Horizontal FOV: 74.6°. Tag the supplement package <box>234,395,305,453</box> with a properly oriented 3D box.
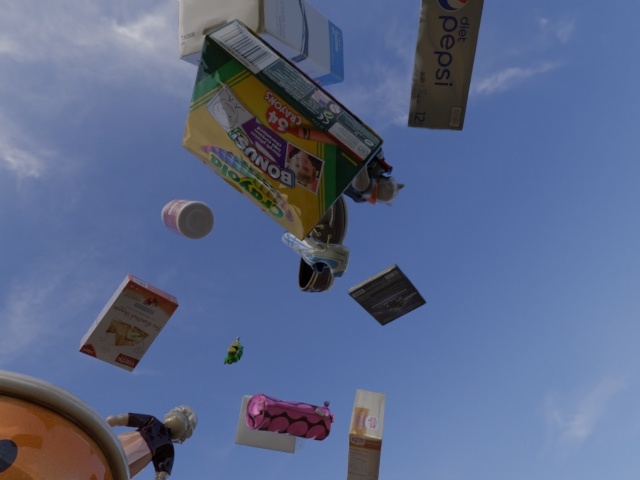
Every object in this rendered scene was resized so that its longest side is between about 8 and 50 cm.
[{"bbox_3d":[-0.151,0.611,1.402,0.194,0.203,0.149,5,-112,10],"label":"supplement package"}]

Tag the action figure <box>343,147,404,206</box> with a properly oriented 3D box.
[{"bbox_3d":[0.060,-0.180,1.118,0.330,0.341,0.178,25,-87,12],"label":"action figure"}]

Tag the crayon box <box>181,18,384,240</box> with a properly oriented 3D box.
[{"bbox_3d":[-0.101,-0.204,0.885,0.363,0.313,0.106,39,-127,-2],"label":"crayon box"}]

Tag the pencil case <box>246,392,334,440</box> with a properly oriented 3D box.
[{"bbox_3d":[-0.073,0.431,1.032,0.209,0.095,0.098,19,-34,-24],"label":"pencil case"}]

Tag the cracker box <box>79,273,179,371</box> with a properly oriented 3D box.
[{"bbox_3d":[-0.532,0.232,1.175,0.156,0.067,0.232,36,-92,-29],"label":"cracker box"}]

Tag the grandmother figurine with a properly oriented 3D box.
[{"bbox_3d":[-0.420,0.488,0.987,0.104,0.342,0.207,-35,-101,22],"label":"grandmother figurine"}]

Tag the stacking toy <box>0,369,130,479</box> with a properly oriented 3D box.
[{"bbox_3d":[-0.318,0.346,0.264,0.351,0.480,0.350,-7,-69,-20],"label":"stacking toy"}]

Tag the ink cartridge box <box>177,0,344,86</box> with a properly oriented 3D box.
[{"bbox_3d":[-0.149,-0.549,1.169,0.286,0.395,0.166,0,-88,30],"label":"ink cartridge box"}]

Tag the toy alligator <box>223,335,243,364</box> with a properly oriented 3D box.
[{"bbox_3d":[-0.311,0.411,1.572,0.051,0.189,0.056,13,-75,2],"label":"toy alligator"}]

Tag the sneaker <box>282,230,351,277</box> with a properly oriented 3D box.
[{"bbox_3d":[-0.023,0.030,1.053,0.085,0.237,0.086,21,-91,-44],"label":"sneaker"}]

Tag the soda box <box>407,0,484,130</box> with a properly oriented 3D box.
[{"bbox_3d":[0.198,-0.325,0.660,0.091,0.098,0.286,7,-67,10],"label":"soda box"}]

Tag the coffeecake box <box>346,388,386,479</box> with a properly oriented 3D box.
[{"bbox_3d":[0.096,0.440,0.890,0.068,0.142,0.185,5,-73,11],"label":"coffeecake box"}]

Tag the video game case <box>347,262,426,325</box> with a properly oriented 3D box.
[{"bbox_3d":[0.246,0.204,1.516,0.196,0.026,0.274,-31,-46,14],"label":"video game case"}]

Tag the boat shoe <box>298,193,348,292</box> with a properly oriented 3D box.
[{"bbox_3d":[0.000,0.000,1.263,0.097,0.117,0.324,1,-78,-45],"label":"boat shoe"}]

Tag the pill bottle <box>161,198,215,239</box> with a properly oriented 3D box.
[{"bbox_3d":[-0.438,-0.073,1.362,0.121,0.216,0.121,-7,-79,-37],"label":"pill bottle"}]
